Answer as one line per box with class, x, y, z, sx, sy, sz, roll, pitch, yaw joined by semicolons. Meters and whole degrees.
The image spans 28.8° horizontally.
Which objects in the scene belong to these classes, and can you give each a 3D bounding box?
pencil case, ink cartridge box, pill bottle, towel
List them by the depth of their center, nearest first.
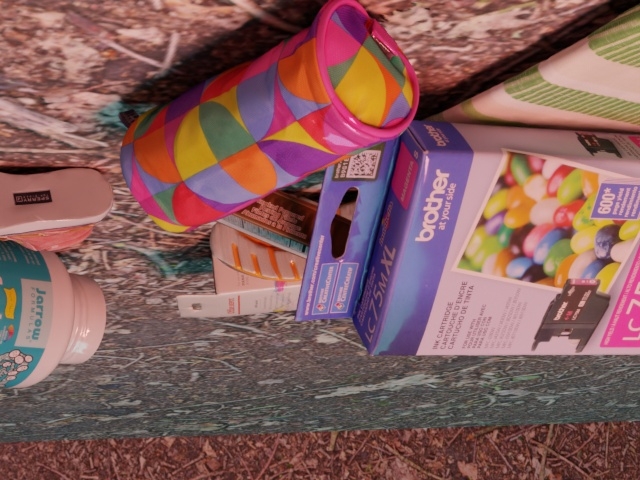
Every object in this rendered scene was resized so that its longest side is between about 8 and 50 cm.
pencil case;-0.042;-0.082;0.853;0.104;0.105;0.236;9;161;-42
towel;0.257;-0.119;0.935;0.247;0.038;0.324;5;163;-34
ink cartridge box;0.146;0.003;0.978;0.311;0.065;0.186;3;120;-18
pill bottle;-0.337;0.065;1.179;0.146;0.146;0.264;-20;160;42
ink cartridge box;-0.055;0.033;1.317;0.198;0.067;0.115;-6;165;-6

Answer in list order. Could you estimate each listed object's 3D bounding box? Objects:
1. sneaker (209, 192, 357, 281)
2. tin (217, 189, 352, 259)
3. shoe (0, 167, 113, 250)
sneaker;0.000;0.000;1.191;0.214;0.084;0.083;-3;170;-12
tin;-0.035;-0.017;1.043;0.189;0.040;0.106;23;177;0
shoe;-0.267;-0.022;1.041;0.177;0.064;0.081;-3;160;-25
